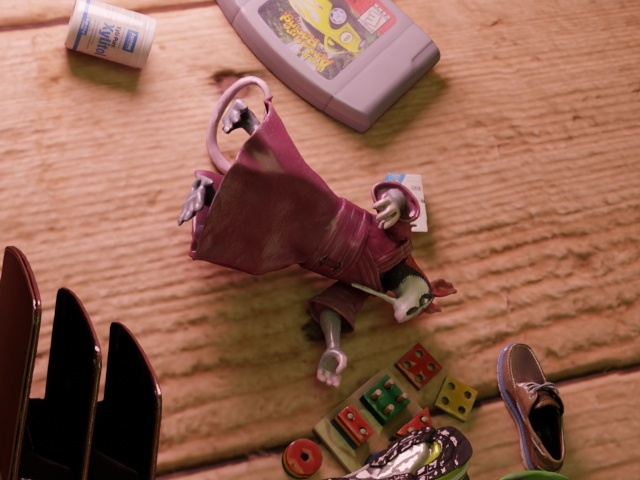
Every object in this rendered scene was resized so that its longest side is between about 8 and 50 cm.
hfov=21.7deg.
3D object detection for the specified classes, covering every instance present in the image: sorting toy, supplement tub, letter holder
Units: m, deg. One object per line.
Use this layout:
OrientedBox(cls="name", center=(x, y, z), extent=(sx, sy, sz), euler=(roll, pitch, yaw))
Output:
OrientedBox(cls="sorting toy", center=(0.089, 0.235, 2.075), extent=(0.274, 0.046, 0.132), euler=(-37, 83, -29))
OrientedBox(cls="supplement tub", center=(-0.271, -0.268, 2.158), extent=(0.107, 0.071, 0.071), euler=(15, 63, -12))
OrientedBox(cls="letter holder", center=(-0.268, 0.130, 1.811), extent=(0.152, 0.302, 0.214), euler=(5, 100, -17))

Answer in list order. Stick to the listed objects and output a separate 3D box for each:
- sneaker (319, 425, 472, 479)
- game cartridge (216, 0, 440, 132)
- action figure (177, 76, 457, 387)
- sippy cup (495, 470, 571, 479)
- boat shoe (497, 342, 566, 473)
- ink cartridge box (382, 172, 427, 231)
OrientedBox(cls="sneaker", center=(0.055, 0.338, 1.978), extent=(0.300, 0.121, 0.111), euler=(-24, 34, -9))
OrientedBox(cls="game cartridge", center=(0.001, -0.293, 2.279), extent=(0.294, 0.060, 0.196), euler=(43, 64, 3))
OrientedBox(cls="action figure", center=(0.000, 0.000, 2.110), extent=(0.370, 0.248, 0.275), euler=(29, 17, -19))
OrientedBox(cls="sippy cup", center=(0.279, 0.440, 1.962), extent=(0.224, 0.240, 0.305), euler=(11, 94, -26))
OrientedBox(cls="boat shoe", center=(0.280, 0.211, 2.141), extent=(0.066, 0.066, 0.183), euler=(-8, 70, -23))
OrientedBox(cls="ink cartridge box", center=(0.112, -0.045, 2.218), extent=(0.048, 0.028, 0.083), euler=(3, 66, -18))
